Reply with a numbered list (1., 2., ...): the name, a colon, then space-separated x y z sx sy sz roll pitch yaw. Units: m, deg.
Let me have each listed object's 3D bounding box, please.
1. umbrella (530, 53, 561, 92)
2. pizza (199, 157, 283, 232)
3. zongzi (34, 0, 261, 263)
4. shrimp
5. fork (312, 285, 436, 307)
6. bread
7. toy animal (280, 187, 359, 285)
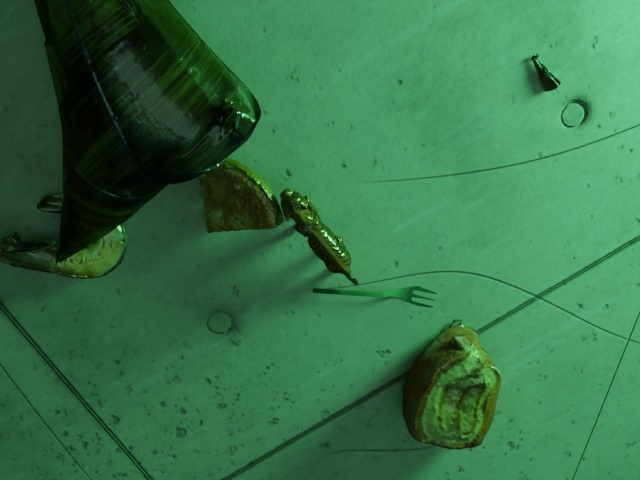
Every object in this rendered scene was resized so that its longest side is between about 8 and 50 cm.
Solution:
1. umbrella: 0.389 -0.286 1.388 0.031 0.020 0.083 -22 121 43
2. pizza: -0.149 -0.071 1.353 0.134 0.046 0.175 -37 101 24
3. zongzi: -0.365 -0.207 1.202 0.432 0.208 0.403 -34 109 16
4. shrimp: -0.449 -0.010 1.335 0.250 0.052 0.144 3 100 -20
5. fork: 0.099 0.096 1.487 0.235 0.021 0.039 6 106 -11
6. bread: 0.252 0.282 1.533 0.190 0.123 0.244 4 109 -10
7. toy animal: 0.000 0.000 1.387 0.056 0.099 0.241 -35 112 5
